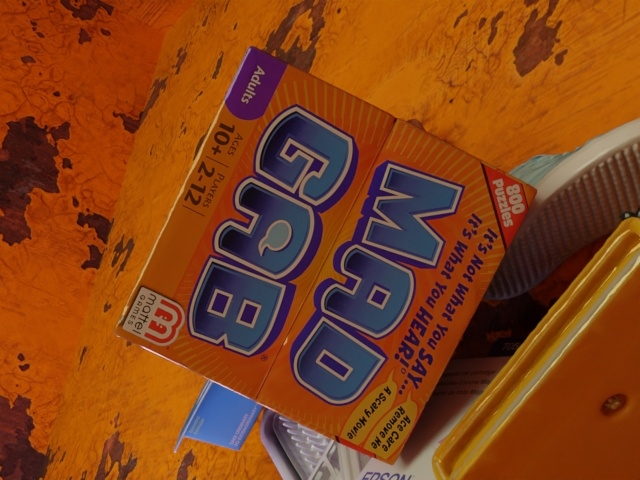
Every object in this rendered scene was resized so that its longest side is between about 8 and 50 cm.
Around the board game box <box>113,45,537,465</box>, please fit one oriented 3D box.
[{"bbox_3d":[0.000,0.000,1.264,0.356,0.356,0.356,-63,5,7],"label":"board game box"}]

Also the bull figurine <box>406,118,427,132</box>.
[{"bbox_3d":[0.159,-0.072,1.594,0.188,0.101,0.310,-56,28,25],"label":"bull figurine"}]

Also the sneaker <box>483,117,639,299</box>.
[{"bbox_3d":[0.303,-0.072,1.278,0.366,0.135,0.150,-41,39,41],"label":"sneaker"}]

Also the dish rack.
[{"bbox_3d":[0.026,0.268,1.599,0.285,0.072,0.333,-64,26,8],"label":"dish rack"}]

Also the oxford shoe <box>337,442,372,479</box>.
[{"bbox_3d":[0.122,0.404,1.232,0.130,0.169,0.449,-20,41,8],"label":"oxford shoe"}]

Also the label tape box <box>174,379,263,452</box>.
[{"bbox_3d":[-0.122,0.221,1.724,0.249,0.115,0.347,-62,3,12],"label":"label tape box"}]

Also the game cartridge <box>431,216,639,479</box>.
[{"bbox_3d":[0.302,0.151,0.875,0.285,0.324,0.052,-55,30,21],"label":"game cartridge"}]

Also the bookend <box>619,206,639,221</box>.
[{"bbox_3d":[0.427,-0.036,1.042,0.156,0.072,0.157,-58,40,18],"label":"bookend"}]

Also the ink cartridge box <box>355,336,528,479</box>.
[{"bbox_3d":[0.215,0.202,1.136,0.330,0.071,0.324,-51,19,-28],"label":"ink cartridge box"}]
